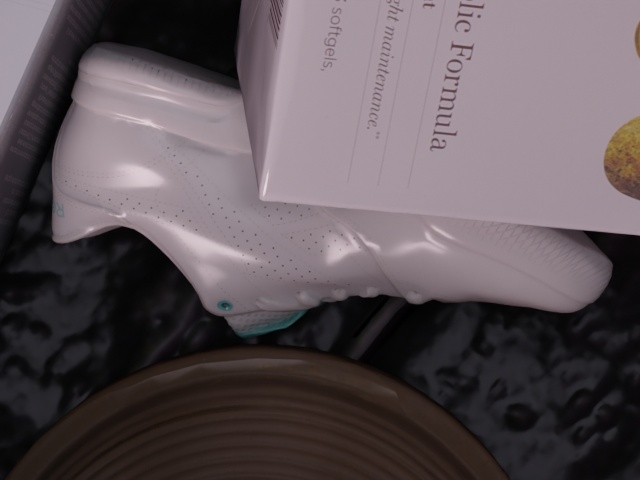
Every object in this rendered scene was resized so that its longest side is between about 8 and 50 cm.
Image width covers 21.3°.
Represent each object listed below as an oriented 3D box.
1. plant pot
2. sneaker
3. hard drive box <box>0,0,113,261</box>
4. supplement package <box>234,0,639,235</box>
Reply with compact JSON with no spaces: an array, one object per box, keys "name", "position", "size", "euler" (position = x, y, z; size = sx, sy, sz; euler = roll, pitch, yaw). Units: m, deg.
[{"name":"plant pot","position":[-0.023,0.158,0.613],"size":[0.237,0.110,0.237],"euler":[0,90,-1]},{"name":"sneaker","position":[0.000,0.000,0.642],"size":[0.212,0.080,0.094],"euler":[20,100,7]},{"name":"hard drive box","position":[-0.193,-0.058,0.625],"size":[0.181,0.089,0.232],"euler":[24,88,0]},{"name":"supplement package","position":[0.103,-0.089,0.569],"size":[0.244,0.134,0.139],"euler":[4,117,-9]}]
